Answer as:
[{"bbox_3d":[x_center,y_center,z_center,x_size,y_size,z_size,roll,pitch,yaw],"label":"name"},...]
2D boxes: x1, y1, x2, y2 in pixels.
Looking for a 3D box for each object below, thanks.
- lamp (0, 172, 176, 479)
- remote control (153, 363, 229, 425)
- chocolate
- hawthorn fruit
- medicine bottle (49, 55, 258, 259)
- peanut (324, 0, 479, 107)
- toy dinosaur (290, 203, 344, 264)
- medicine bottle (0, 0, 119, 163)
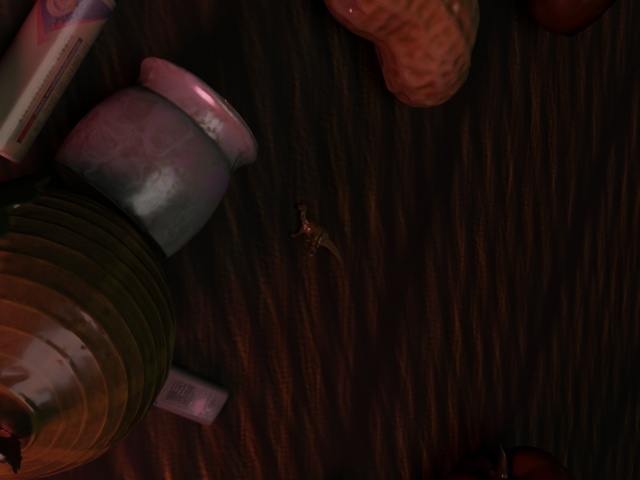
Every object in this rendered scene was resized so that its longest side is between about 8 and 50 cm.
[{"bbox_3d":[-0.240,0.089,0.607,0.250,0.284,0.250,-4,118,-8],"label":"lamp"},{"bbox_3d":[-0.155,0.179,0.879,0.124,0.017,0.053,38,78,-49],"label":"remote control"},{"bbox_3d":[0.338,-0.359,1.041,0.133,0.124,0.127,46,75,-7],"label":"chocolate"},{"bbox_3d":[0.304,0.455,1.203,0.267,0.267,0.301,-15,113,-35],"label":"hawthorn fruit"},{"bbox_3d":[-0.152,-0.078,0.711,0.143,0.147,0.147,-51,130,-17],"label":"medicine bottle"},{"bbox_3d":[0.089,-0.273,0.849,0.153,0.140,0.325,-36,132,-2],"label":"peanut"},{"bbox_3d":[-0.003,0.002,0.942,0.113,0.026,0.041,55,53,-29],"label":"toy dinosaur"},{"bbox_3d":[-0.231,-0.181,0.666,0.059,0.059,0.231,33,84,-42],"label":"medicine bottle"}]
